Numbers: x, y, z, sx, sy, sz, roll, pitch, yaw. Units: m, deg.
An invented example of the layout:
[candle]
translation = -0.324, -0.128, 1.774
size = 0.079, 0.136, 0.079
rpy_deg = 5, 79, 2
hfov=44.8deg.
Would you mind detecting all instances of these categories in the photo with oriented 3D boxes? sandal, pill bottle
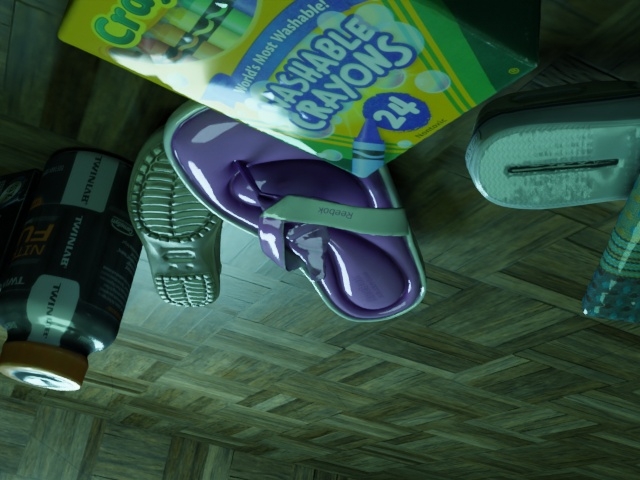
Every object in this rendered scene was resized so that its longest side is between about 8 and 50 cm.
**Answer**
[sandal]
translation = 0.013, -0.007, 0.775
size = 0.169, 0.102, 0.416
rpy_deg = -28, 141, 17
[pill bottle]
translation = -0.270, 0.036, 0.849
size = 0.130, 0.245, 0.130
rpy_deg = 8, 154, 4

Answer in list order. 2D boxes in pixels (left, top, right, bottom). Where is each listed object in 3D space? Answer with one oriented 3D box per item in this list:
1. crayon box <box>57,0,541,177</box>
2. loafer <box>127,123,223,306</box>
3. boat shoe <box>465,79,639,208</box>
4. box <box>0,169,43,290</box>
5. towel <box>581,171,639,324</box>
[crayon box]
translation = -0.039, -0.169, 0.532
size = 0.323, 0.083, 0.203
rpy_deg = 23, 152, -24
[loafer]
translation = -0.152, -0.034, 0.849
size = 0.102, 0.092, 0.268
rpy_deg = 2, 139, -8
[boat shoe]
translation = 0.263, -0.085, 0.587
size = 0.302, 0.094, 0.109
rpy_deg = 1, 130, 8
[box]
translation = -0.330, 0.024, 0.962
size = 0.077, 0.147, 0.180
rpy_deg = -7, 149, 31
[towel]
translation = 0.358, -0.064, 0.506
size = 0.271, 0.040, 0.370
rpy_deg = 9, 133, 1
